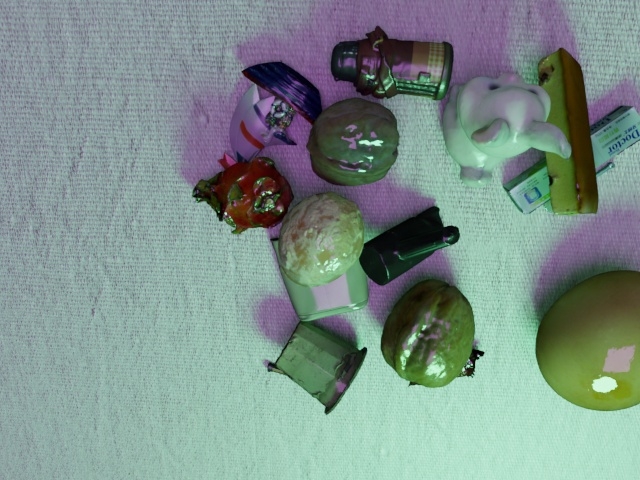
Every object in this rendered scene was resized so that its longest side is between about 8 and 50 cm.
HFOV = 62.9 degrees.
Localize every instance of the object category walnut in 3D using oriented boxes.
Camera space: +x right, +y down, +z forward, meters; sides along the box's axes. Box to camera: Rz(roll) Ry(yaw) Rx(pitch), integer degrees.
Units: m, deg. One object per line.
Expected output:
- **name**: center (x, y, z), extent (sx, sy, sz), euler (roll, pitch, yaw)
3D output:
- **walnut**: center (0.075, -0.230, 1.228), extent (0.224, 0.224, 0.224), euler (1, 109, 2)
- **walnut**: center (0.287, 0.242, 1.364), extent (0.283, 0.227, 0.283), euler (-20, 122, -35)

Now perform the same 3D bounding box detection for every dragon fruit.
- **dragon fruit**: center (-0.198, -0.105, 1.279), extent (0.269, 0.200, 0.198), euler (-2, 104, 4)

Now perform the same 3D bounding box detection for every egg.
- **egg**: center (0.720, 0.247, 1.304), extent (0.301, 0.301, 0.374), euler (40, 104, -10)
- **egg**: center (0.000, 0.000, 1.251), extent (0.203, 0.203, 0.245), euler (30, 100, -7)

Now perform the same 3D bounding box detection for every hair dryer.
- **hair dryer**: center (0.258, -0.006, 1.233), extent (0.244, 0.302, 0.116), euler (-30, 94, -25)

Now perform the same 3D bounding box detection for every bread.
- **bread**: center (0.559, -0.236, 1.183), extent (0.077, 0.138, 0.361), euler (-8, 87, 42)

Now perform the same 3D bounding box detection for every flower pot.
- **flower pot**: center (-0.010, 0.336, 1.427), extent (0.202, 0.212, 0.212), euler (30, 107, 0)

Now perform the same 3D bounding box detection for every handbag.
- **handbag**: center (0.001, 0.046, 1.401), extent (0.241, 0.109, 0.315), euler (-13, 94, 6)

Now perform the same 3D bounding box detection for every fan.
- **fan**: center (0.657, -0.136, 1.329), extent (0.193, 0.016, 0.038), euler (-35, 107, 14)

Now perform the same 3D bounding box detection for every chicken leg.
- **chicken leg**: center (0.354, 0.358, 1.485), extent (0.234, 0.063, 0.105), euler (-14, 103, 9)

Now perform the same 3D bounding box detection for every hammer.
- **hammer**: center (-0.059, 0.397, 1.536), extent (0.201, 0.021, 0.078), euler (20, 108, -5)

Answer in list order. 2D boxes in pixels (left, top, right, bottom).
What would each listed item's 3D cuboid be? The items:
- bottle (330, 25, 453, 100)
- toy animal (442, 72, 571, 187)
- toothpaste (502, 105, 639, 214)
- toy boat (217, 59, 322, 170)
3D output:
- **bottle**: center (0.159, -0.403, 1.195), extent (0.271, 0.143, 0.156), euler (7, 109, 2)
- **toy animal**: center (0.386, -0.233, 1.134), extent (0.196, 0.367, 0.241), euler (3, 97, -1)
- **toothpaste**: center (0.620, -0.194, 1.284), extent (0.336, 0.067, 0.081), euler (-36, 102, 13)
- **toy boat**: center (-0.149, -0.310, 1.291), extent (0.318, 0.072, 0.219), euler (-25, 109, 20)
